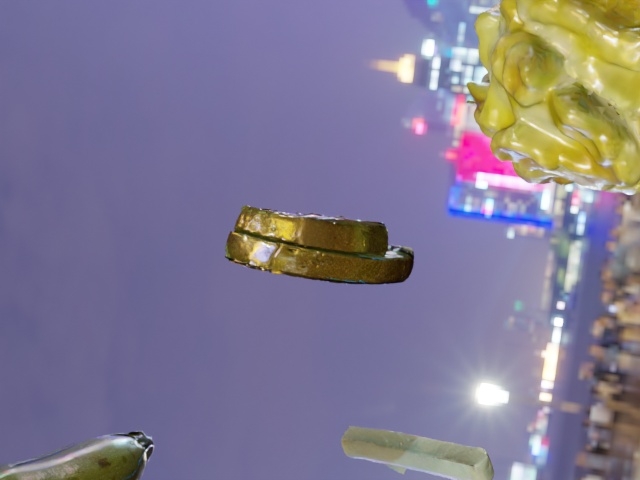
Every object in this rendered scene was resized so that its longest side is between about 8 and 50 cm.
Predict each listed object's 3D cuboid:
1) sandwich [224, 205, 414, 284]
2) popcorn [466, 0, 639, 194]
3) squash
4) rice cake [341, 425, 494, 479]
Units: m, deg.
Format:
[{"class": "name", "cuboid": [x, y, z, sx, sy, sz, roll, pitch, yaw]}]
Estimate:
[{"class": "sandwich", "cuboid": [0.006, -0.002, 1.744, 0.159, 0.235, 0.079, -54, -25, -75]}, {"class": "popcorn", "cuboid": [0.302, -0.176, 1.422, 0.312, 0.312, 0.312, 8, -90, -80]}, {"class": "squash", "cuboid": [-0.280, 0.281, 1.554, 0.341, 0.095, 0.094, -8, -74, -63]}, {"class": "rice cake", "cuboid": [0.099, 0.223, 1.397, 0.030, 0.180, 0.042, -47, -52, -37]}]
